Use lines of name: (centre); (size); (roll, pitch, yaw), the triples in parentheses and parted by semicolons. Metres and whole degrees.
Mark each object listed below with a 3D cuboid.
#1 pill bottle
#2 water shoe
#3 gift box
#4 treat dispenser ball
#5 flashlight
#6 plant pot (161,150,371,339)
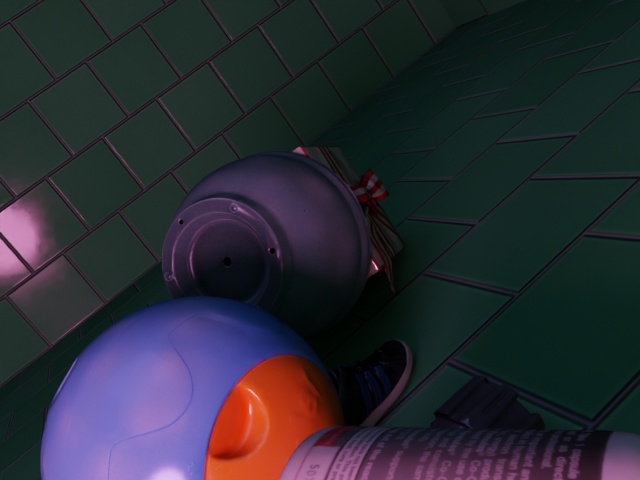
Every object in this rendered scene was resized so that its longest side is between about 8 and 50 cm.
pill bottle: (0.121, 0.193, 0.408); (0.283, 0.161, 0.161); (-8, 28, 30)
water shoe: (0.044, 0.177, 0.851); (0.073, 0.080, 0.203); (-18, 24, 47)
gift box: (0.000, 0.000, 1.175); (0.258, 0.276, 0.255); (-35, 2, 18)
treat dispenser ball: (-0.118, 0.199, 0.680); (0.288, 0.288, 0.288); (-33, 16, 11)
flashlight: (0.069, 0.243, 0.590); (0.304, 0.103, 0.103); (-38, -22, -20)
plant pot: (-0.097, 0.022, 0.972); (0.293, 0.293, 0.196); (-30, -5, 20)
